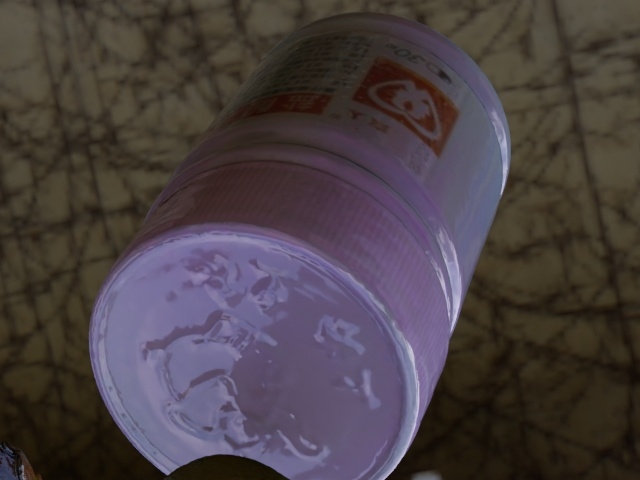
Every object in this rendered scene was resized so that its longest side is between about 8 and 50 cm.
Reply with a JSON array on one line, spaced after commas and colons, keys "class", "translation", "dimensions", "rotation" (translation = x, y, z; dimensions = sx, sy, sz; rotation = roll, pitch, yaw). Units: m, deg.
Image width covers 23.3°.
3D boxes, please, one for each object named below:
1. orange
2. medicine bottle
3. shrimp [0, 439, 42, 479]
[{"class": "orange", "translation": [-0.051, 0.153, 0.819], "dimensions": [0.095, 0.085, 0.085], "rotation": [14, -156, 36]}, {"class": "medicine bottle", "translation": [0.000, 0.000, 0.984], "dimensions": [0.202, 0.202, 0.316], "rotation": [-8, -154, 20]}, {"class": "shrimp", "translation": [-0.225, 0.166, 0.928], "dimensions": [0.068, 0.248, 0.150], "rotation": [7, -164, 44]}]
